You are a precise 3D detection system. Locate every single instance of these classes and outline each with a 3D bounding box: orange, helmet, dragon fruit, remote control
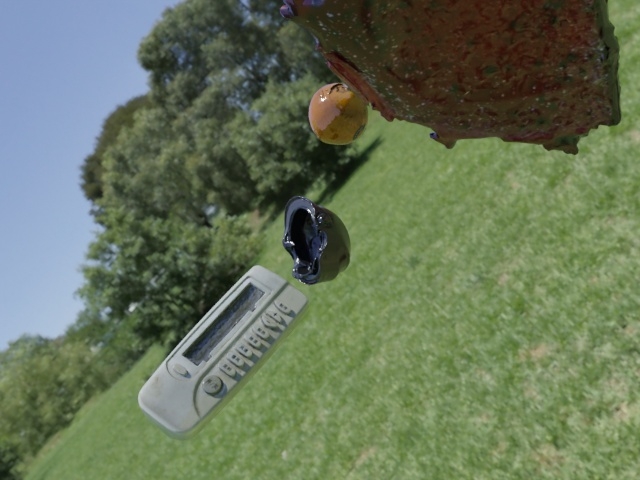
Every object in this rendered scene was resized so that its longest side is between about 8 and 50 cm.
[{"bbox_3d":[0.023,-0.167,1.007,0.083,0.083,0.083,-46,4,4],"label":"orange"},{"bbox_3d":[0.000,0.000,1.042,0.070,0.123,0.098,1,-21,-33],"label":"helmet"},{"bbox_3d":[0.087,-0.162,0.423,0.163,0.261,0.189,13,63,38],"label":"dragon fruit"},{"bbox_3d":[-0.111,0.131,0.894,0.230,0.090,0.049,-47,-21,-29],"label":"remote control"}]
